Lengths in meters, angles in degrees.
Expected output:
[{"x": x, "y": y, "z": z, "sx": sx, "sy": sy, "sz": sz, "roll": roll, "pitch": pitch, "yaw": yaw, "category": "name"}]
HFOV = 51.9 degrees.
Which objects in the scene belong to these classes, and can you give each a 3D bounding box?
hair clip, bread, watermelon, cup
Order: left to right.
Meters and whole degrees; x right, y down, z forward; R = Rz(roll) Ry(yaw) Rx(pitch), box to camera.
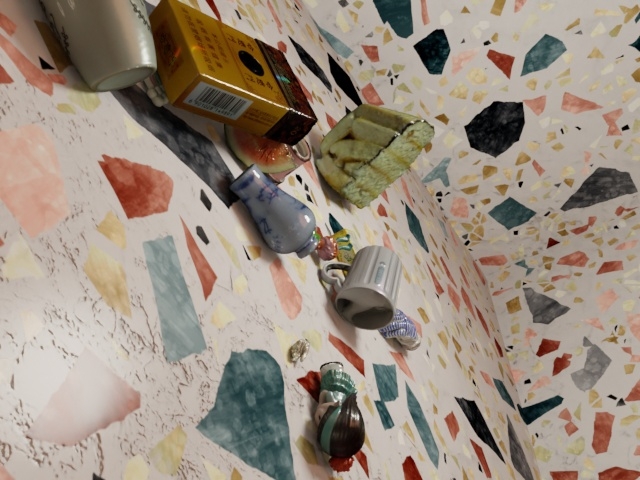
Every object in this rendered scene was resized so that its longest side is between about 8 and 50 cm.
[{"x": -0.423, "y": -0.417, "z": 1.291, "sx": 0.258, "sy": 0.186, "sz": 0.234, "roll": -164, "pitch": -127, "yaw": -80, "category": "cup"}, {"x": -0.362, "y": -0.384, "z": 1.542, "sx": 0.140, "sy": 0.054, "sz": 0.220, "roll": 61, "pitch": 25, "yaw": -5, "category": "hair clip"}, {"x": -0.172, "y": -0.257, "z": 1.724, "sx": 0.245, "sy": 0.119, "sz": 0.063, "roll": 48, "pitch": 9, "yaw": -18, "category": "watermelon"}, {"x": 0.129, "y": 0.111, "z": 1.867, "sx": 0.221, "sy": 0.166, "sz": 0.202, "roll": 46, "pitch": 39, "yaw": -20, "category": "cup"}, {"x": 0.169, "y": -0.334, "z": 2.292, "sx": 0.264, "sy": 0.395, "sz": 0.239, "roll": 51, "pitch": 12, "yaw": 32, "category": "bread"}]

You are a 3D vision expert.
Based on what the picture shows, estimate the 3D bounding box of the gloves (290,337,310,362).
[{"x": -0.044, "y": 0.251, "z": 1.506, "sx": 0.044, "sy": 0.037, "sz": 0.081, "roll": 39, "pitch": 28, "yaw": 13, "category": "gloves"}]

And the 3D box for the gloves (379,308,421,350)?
[{"x": 0.250, "y": 0.279, "z": 2.126, "sx": 0.229, "sy": 0.097, "sz": 0.119, "roll": 36, "pitch": 2, "yaw": -41, "category": "gloves"}]

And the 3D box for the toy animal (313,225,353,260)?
[{"x": 0.000, "y": 0.000, "z": 1.859, "sx": 0.208, "sy": 0.100, "sz": 0.103, "roll": 10, "pitch": 26, "yaw": -49, "category": "toy animal"}]

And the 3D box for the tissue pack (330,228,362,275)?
[{"x": 0.100, "y": 0.057, "z": 2.066, "sx": 0.095, "sy": 0.062, "sz": 0.176, "roll": 13, "pitch": 52, "yaw": -67, "category": "tissue pack"}]

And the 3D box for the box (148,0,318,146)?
[{"x": -0.208, "y": -0.399, "z": 1.602, "sx": 0.415, "sy": 0.115, "sz": 0.264, "roll": 10, "pitch": 46, "yaw": -50, "category": "box"}]

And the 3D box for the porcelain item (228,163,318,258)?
[{"x": -0.110, "y": -0.067, "z": 1.626, "sx": 0.259, "sy": 0.141, "sz": 0.141, "roll": 48, "pitch": 24, "yaw": -15, "category": "porcelain item"}]

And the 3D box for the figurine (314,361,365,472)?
[{"x": 0.043, "y": 0.382, "z": 1.467, "sx": 0.245, "sy": 0.110, "sz": 0.138, "roll": -93, "pitch": 167, "yaw": -61, "category": "figurine"}]

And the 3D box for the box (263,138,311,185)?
[{"x": -0.112, "y": -0.246, "z": 1.837, "sx": 0.151, "sy": 0.135, "sz": 0.151, "roll": 50, "pitch": 22, "yaw": -29, "category": "box"}]
